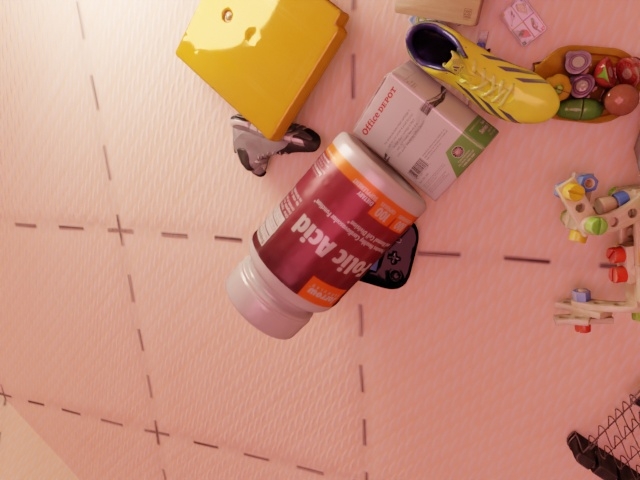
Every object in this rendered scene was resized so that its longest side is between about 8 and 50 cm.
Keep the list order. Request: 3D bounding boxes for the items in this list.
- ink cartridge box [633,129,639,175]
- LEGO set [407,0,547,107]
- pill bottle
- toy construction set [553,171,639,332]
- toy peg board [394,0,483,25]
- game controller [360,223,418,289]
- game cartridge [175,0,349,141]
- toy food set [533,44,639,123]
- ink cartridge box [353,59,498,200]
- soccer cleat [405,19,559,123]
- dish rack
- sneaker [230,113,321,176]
[{"bbox_3d":[0.665,-0.185,0.745,0.308,0.129,0.223,6,134,17],"label":"ink cartridge box"},{"bbox_3d":[0.294,-0.370,0.924,0.182,0.060,0.244,-37,92,32],"label":"LEGO set"},{"bbox_3d":[0.000,0.000,1.022,0.224,0.224,0.392,43,106,4],"label":"pill bottle"},{"bbox_3d":[0.524,0.032,0.915,0.215,0.151,0.327,-9,114,0],"label":"toy construction set"},{"bbox_3d":[0.230,-0.474,0.890,0.161,0.079,0.160,26,126,30],"label":"toy peg board"},{"bbox_3d":[0.056,-0.004,1.145,0.320,0.067,0.166,15,113,16],"label":"game controller"},{"bbox_3d":[-0.127,-0.411,1.042,0.324,0.053,0.285,44,115,15],"label":"game cartridge"},{"bbox_3d":[0.474,-0.260,0.860,0.218,0.071,0.128,7,110,10],"label":"toy food set"},{"bbox_3d":[0.195,-0.209,0.975,0.219,0.092,0.160,42,139,5],"label":"ink cartridge box"},{"bbox_3d":[0.265,-0.283,0.871,0.289,0.121,0.093,38,117,18],"label":"soccer cleat"},{"bbox_3d":[0.671,0.408,1.035,0.208,0.074,0.271,32,116,8],"label":"dish rack"},{"bbox_3d":[-0.103,-0.199,1.142,0.229,0.086,0.132,22,120,25],"label":"sneaker"}]
